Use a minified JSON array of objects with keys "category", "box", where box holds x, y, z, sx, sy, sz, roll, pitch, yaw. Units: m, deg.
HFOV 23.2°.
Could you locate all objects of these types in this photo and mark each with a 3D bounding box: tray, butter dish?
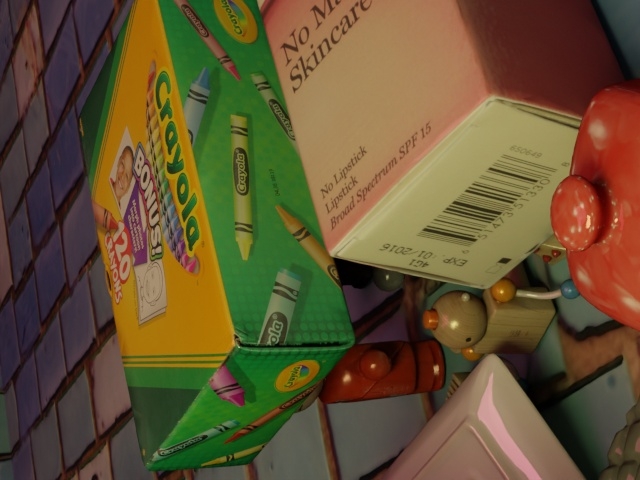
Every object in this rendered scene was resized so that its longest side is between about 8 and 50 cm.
[{"category":"tray","box":[0.089,0.194,0.997,0.145,0.030,0.270,55,147,17]},{"category":"butter dish","box":[0.164,-0.015,0.737,0.160,0.118,0.160,-149,58,-63]}]

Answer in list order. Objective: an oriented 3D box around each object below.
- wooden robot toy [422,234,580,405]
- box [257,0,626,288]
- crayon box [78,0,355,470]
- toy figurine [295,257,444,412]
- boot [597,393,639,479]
[{"category":"wooden robot toy","box":[0.093,0.046,0.961,0.173,0.079,0.076,110,148,-42]},{"category":"box","box":[0.065,-0.112,0.897,0.148,0.127,0.232,-45,47,37]},{"category":"crayon box","box":[-0.076,-0.014,1.003,0.165,0.081,0.278,-53,44,48]},{"category":"toy figurine","box":[0.000,0.000,1.088,0.213,0.148,0.209,-119,34,-47]},{"category":"boot","box":[0.207,0.189,0.545,0.118,0.222,0.338,-164,80,-68]}]
